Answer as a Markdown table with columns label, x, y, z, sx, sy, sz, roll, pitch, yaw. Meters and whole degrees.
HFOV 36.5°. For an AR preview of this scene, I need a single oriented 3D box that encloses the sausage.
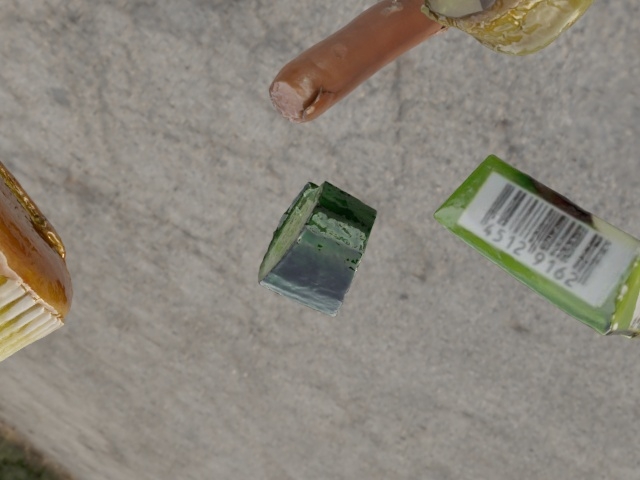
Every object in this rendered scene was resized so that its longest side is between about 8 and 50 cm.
| label | x | y | z | sx | sy | sz | roll | pitch | yaw |
| --- | --- | --- | --- | --- | --- | --- | --- | --- | --- |
| sausage | 0.082 | -0.297 | 1.446 | 0.094 | 0.419 | 0.094 | 53 | 145 | -2 |

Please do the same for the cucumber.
| label | x | y | z | sx | sy | sz | roll | pitch | yaw |
| --- | --- | --- | --- | --- | --- | --- | --- | --- | --- |
| cucumber | -0.003 | 0.009 | 1.395 | 0.130 | 0.191 | 0.191 | 21 | 154 | -7 |

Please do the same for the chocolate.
| label | x | y | z | sx | sy | sz | roll | pitch | yaw |
| --- | --- | --- | --- | --- | --- | --- | --- | --- | --- |
| chocolate | 0.356 | 0.012 | 1.417 | 0.301 | 0.137 | 0.288 | 37 | -170 | 28 |

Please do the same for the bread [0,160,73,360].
| label | x | y | z | sx | sy | sz | roll | pitch | yaw |
| --- | --- | --- | --- | --- | --- | --- | --- | --- | --- |
| bread | -0.360 | -0.015 | 0.935 | 0.288 | 0.156 | 0.204 | 56 | 172 | -15 |

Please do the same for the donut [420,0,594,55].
| label | x | y | z | sx | sy | sz | roll | pitch | yaw |
| --- | --- | --- | --- | --- | --- | --- | --- | --- | --- |
| donut | 0.234 | -0.402 | 1.189 | 0.159 | 0.330 | 0.330 | 15 | 161 | -28 |
